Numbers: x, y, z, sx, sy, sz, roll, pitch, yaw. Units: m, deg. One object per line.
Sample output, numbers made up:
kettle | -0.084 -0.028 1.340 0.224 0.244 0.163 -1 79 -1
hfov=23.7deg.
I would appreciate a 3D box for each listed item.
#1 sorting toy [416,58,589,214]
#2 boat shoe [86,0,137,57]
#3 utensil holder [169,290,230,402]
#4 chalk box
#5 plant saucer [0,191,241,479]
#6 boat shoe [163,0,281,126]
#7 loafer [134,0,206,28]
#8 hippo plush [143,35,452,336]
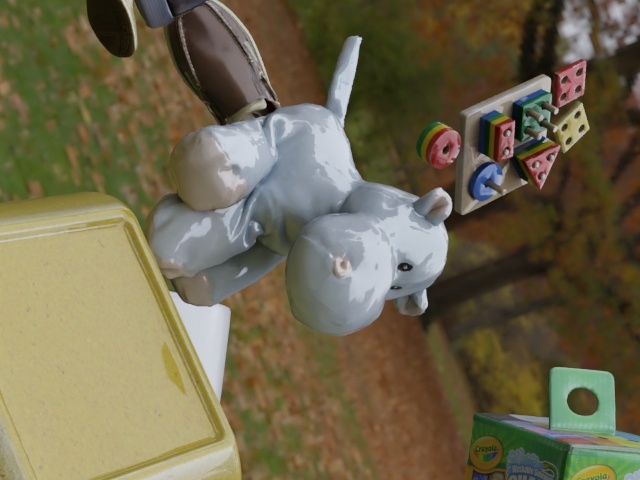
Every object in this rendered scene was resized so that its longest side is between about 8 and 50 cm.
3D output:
sorting toy | 0.222 -0.104 1.708 0.046 0.274 0.132 35 -42 39
boat shoe | -0.203 -0.244 1.479 0.045 0.050 0.135 -58 143 -47
utensil holder | -0.284 0.247 1.843 0.327 0.327 0.385 49 50 -78
chalk box | 0.269 0.283 1.625 0.179 0.180 0.289 13 -86 61
plant saucer | -0.213 0.103 1.257 0.332 0.081 0.333 -12 73 -53
boat shoe | -0.092 -0.171 1.754 0.257 0.095 0.095 59 -6 -33
loafer | -0.127 -0.288 1.280 0.109 0.095 0.302 70 3 -45
hippo plush | 0.000 0.000 1.465 0.236 0.294 0.234 38 -44 21
